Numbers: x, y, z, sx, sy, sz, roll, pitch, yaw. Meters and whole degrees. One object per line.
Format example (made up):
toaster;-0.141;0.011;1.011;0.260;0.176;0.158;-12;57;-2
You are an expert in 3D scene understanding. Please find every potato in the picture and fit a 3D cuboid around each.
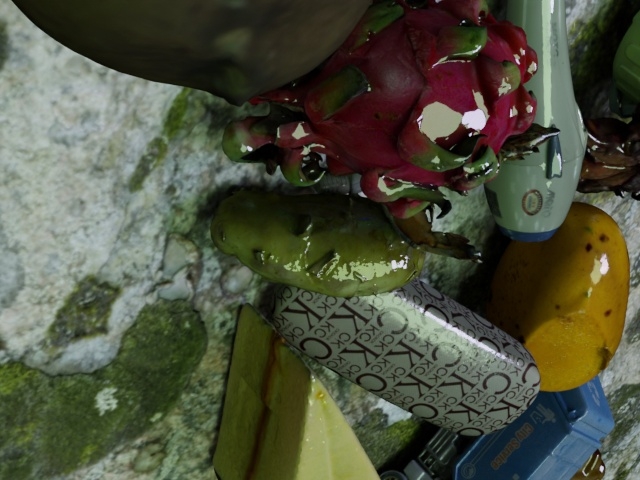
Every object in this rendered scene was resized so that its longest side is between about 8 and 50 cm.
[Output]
potato;0.000;0.000;1.062;0.225;0.117;0.090;6;131;-15

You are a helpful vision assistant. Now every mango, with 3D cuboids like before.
mango;0.297;0.058;1.307;0.159;0.191;0.290;7;144;-1

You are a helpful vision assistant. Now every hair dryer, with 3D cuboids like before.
hair dryer;0.167;-0.154;1.115;0.298;0.119;0.296;9;109;-22

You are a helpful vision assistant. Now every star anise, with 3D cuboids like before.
star anise;0.385;-0.086;1.253;0.271;0.103;0.272;-3;156;-1

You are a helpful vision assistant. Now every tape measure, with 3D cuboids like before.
tape measure;0.419;-0.233;1.243;0.200;0.106;0.175;-40;153;-1

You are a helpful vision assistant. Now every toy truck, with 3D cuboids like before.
toy truck;0.242;0.296;1.479;0.367;0.175;0.146;-51;140;9

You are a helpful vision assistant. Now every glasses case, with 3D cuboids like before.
glasses case;0.102;0.120;1.217;0.354;0.085;0.137;30;115;-24

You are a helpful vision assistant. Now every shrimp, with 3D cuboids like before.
shrimp;0.157;-0.047;1.048;0.195;0.148;0.035;-14;145;0

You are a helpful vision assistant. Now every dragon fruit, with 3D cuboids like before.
dragon fruit;0.064;-0.133;0.991;0.198;0.272;0.219;-55;149;-61

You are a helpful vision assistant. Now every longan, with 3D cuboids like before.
longan;-0.084;-0.244;0.694;0.318;0.319;0.319;-21;134;-24

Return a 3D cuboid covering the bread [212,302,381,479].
bread;-0.004;0.200;1.208;0.163;0.167;0.264;-11;128;-34

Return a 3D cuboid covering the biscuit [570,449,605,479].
biscuit;0.311;0.423;1.687;0.332;0.103;0.332;-22;135;-24
